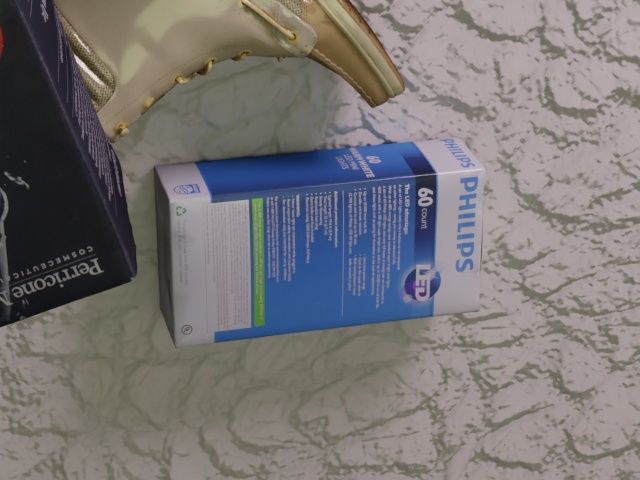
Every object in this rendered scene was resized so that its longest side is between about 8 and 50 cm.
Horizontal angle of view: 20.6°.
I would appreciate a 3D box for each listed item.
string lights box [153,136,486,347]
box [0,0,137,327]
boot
[{"bbox_3d":[0.000,0.000,1.437,0.259,0.077,0.133,-6,116,-13],"label":"string lights box"},{"bbox_3d":[-0.335,-0.083,1.163,0.343,0.179,0.313,-20,121,1],"label":"box"},{"bbox_3d":[-0.083,-0.143,1.337,0.262,0.095,0.203,40,98,-25],"label":"boot"}]
